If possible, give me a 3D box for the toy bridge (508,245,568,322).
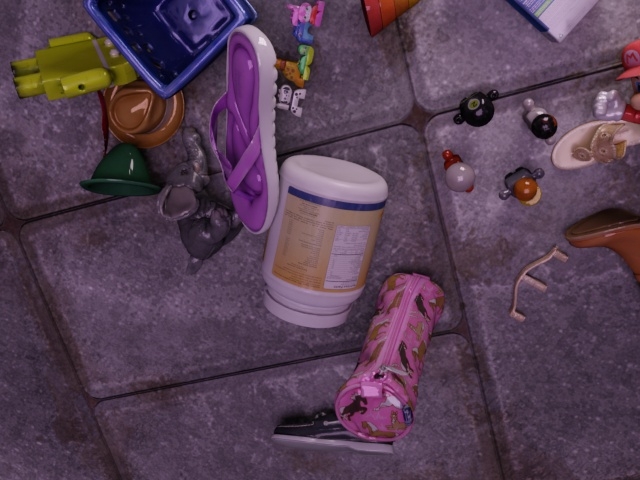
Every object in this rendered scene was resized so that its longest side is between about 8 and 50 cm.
[{"bbox_3d":[0.471,0.090,1.435,0.063,0.026,0.188,28,109,-1],"label":"toy bridge"}]

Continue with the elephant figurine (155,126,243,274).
[{"bbox_3d":[-0.284,-0.090,1.425,0.239,0.186,0.169,44,142,3],"label":"elephant figurine"}]

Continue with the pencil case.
[{"bbox_3d":[0.152,0.225,1.337,0.167,0.386,0.160,-32,106,34],"label":"pencil case"}]

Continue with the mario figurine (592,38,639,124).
[{"bbox_3d":[0.615,-0.206,1.169,0.198,0.170,0.321,-22,108,26],"label":"mario figurine"}]

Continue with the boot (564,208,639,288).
[{"bbox_3d":[0.671,0.039,1.363,0.283,0.109,0.220,-14,110,4],"label":"boot"}]

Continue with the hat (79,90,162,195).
[{"bbox_3d":[-0.428,-0.202,1.410,0.172,0.208,0.184,4,83,-29],"label":"hat"}]

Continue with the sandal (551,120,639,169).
[{"bbox_3d":[0.588,-0.200,1.295,0.239,0.079,0.088,-18,105,13],"label":"sandal"}]

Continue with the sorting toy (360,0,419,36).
[{"bbox_3d":[0.114,-0.580,1.214,0.126,0.127,0.366,-12,108,5],"label":"sorting toy"}]

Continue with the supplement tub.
[{"bbox_3d":[0.000,0.000,1.361,0.228,0.228,0.317,14,110,3],"label":"supplement tub"}]

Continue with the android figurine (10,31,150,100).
[{"bbox_3d":[-0.478,-0.356,1.308,0.272,0.248,0.056,-18,131,-15],"label":"android figurine"}]

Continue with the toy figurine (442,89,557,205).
[{"bbox_3d":[0.357,-0.185,1.294,0.209,0.148,0.213,15,109,3],"label":"toy figurine"}]

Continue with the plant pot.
[{"bbox_3d":[-0.270,-0.445,1.258,0.236,0.212,0.236,-38,100,17],"label":"plant pot"}]

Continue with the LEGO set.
[{"bbox_3d":[-0.066,-0.378,1.317,0.093,0.087,0.227,9,110,-12],"label":"LEGO set"}]

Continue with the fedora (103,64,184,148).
[{"bbox_3d":[-0.393,-0.287,1.397,0.194,0.079,0.195,2,108,6],"label":"fedora"}]

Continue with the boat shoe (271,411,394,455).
[{"bbox_3d":[0.033,0.468,1.587,0.302,0.091,0.114,4,153,5],"label":"boat shoe"}]

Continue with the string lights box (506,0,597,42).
[{"bbox_3d":[0.397,-0.510,1.220,0.259,0.077,0.133,40,108,-6],"label":"string lights box"}]

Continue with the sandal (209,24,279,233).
[{"bbox_3d":[-0.161,-0.196,1.231,0.102,0.169,0.417,-19,128,-31],"label":"sandal"}]
